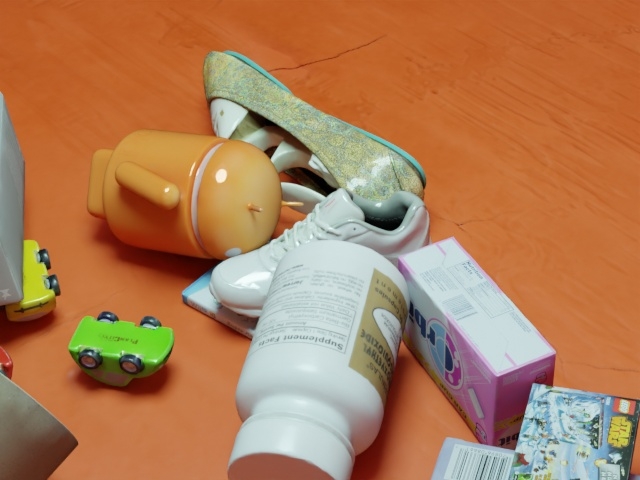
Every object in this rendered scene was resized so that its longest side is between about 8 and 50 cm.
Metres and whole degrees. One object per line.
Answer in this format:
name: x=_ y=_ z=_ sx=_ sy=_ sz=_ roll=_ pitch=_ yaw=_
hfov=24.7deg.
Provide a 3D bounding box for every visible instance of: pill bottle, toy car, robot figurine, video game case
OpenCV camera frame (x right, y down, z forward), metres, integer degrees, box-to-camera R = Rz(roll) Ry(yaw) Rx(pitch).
pill bottle: x=-0.003 y=0.122 z=1.288 sx=0.131 sy=0.131 sz=0.229 roll=7 pitch=48 yaw=12
toy car: x=-0.247 y=0.102 z=1.394 sx=0.225 sy=0.053 sz=0.239 roll=8 pitch=42 yaw=12
robot figurine: x=-0.134 y=-0.046 z=1.488 sx=0.219 sy=0.158 sz=0.128 roll=8 pitch=54 yaw=27
video game case: x=-0.038 y=0.058 z=1.460 sx=0.166 sy=0.015 sz=0.119 roll=26 pitch=49 yaw=30

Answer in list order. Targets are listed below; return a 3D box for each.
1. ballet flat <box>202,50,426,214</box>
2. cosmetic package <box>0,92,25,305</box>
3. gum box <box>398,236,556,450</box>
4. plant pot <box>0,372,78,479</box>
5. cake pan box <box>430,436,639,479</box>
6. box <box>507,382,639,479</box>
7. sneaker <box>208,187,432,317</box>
ballet flat: x=-0.041 y=-0.103 z=1.581 sx=0.123 sy=0.123 sz=0.348 roll=-33 pitch=49 yaw=-30
cosmetic package: x=-0.364 y=-0.035 z=1.447 sx=0.127 sy=0.107 sz=0.238 roll=-12 pitch=37 yaw=-3
gum box: x=0.136 y=0.092 z=1.336 sx=0.062 sy=0.107 sz=0.188 roll=-19 pitch=43 yaw=-18
plant pot: x=-0.375 y=0.202 z=1.152 sx=0.256 sy=0.256 sz=0.274 roll=23 pitch=69 yaw=28
cake pan box: x=0.185 y=0.282 z=1.144 sx=0.266 sy=0.070 sz=0.246 roll=9 pitch=40 yaw=14
box: x=0.208 y=0.176 z=1.196 sx=0.094 sy=0.027 sz=0.137 roll=8 pitch=37 yaw=15
sneaker: x=0.000 y=0.000 z=1.422 sx=0.232 sy=0.115 sz=0.090 roll=-15 pitch=42 yaw=-14
